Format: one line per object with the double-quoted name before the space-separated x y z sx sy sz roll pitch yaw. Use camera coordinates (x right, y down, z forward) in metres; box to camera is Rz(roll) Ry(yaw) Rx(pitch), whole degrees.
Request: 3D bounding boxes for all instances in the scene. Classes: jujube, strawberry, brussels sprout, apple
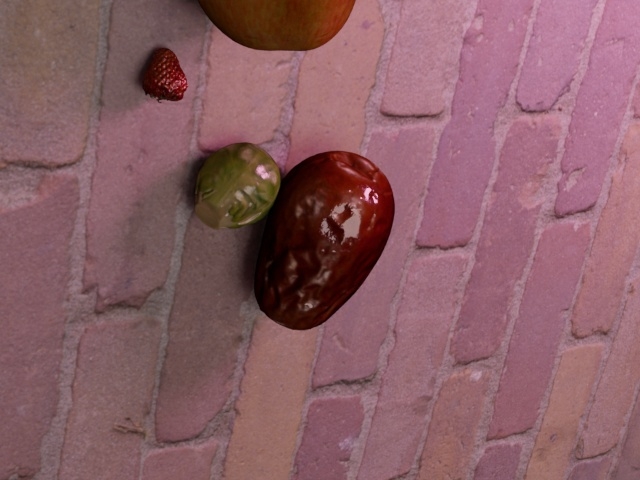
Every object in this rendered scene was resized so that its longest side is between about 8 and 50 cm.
"jujube" 0.000 0.000 2.119 0.223 0.223 0.318 5 121 -40
"strawberry" -0.236 -0.252 1.876 0.073 0.073 0.083 10 93 -42
"brussels sprout" -0.135 -0.087 2.017 0.155 0.117 0.155 -35 137 -40
"apple" -0.060 -0.396 1.802 0.264 0.264 0.264 -19 126 -29
